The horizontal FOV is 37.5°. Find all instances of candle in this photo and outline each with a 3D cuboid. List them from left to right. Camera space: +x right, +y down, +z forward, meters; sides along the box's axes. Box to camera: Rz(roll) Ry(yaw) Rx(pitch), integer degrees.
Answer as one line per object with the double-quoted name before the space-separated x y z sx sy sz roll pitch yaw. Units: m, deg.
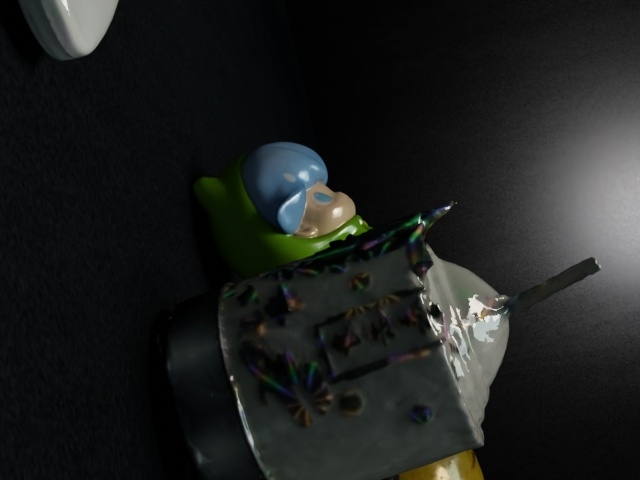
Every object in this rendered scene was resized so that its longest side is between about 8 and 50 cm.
"candle" 0.046 0.084 0.703 0.187 0.330 0.187 -21 90 -82

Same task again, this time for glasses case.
"glasses case" -0.162 -0.184 0.616 0.197 0.049 0.076 -96 171 -53

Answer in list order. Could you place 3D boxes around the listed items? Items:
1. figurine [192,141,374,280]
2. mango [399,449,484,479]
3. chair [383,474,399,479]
"figurine" 0.000 0.000 0.942 0.143 0.263 0.162 -64 169 17
"mango" 0.160 0.470 1.467 0.301 0.220 0.445 -98 176 -64
"chair" 0.005 0.219 0.927 0.154 0.141 0.260 -76 149 -77
